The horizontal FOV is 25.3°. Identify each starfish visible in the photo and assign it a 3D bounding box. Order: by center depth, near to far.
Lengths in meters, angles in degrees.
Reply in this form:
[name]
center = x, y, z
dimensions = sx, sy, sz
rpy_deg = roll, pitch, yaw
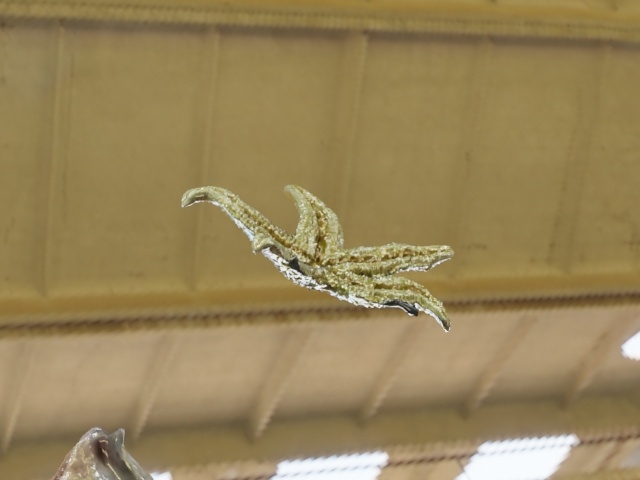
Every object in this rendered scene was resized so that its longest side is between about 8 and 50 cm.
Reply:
[starfish]
center = 0.000, 0.000, 1.038
dimensions = 0.208, 0.176, 0.053
rpy_deg = 20, -66, -20

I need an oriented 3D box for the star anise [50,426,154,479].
[star anise]
center = -0.064, 0.194, 0.603
dimensions = 0.093, 0.236, 0.229
rpy_deg = -19, -23, -32
